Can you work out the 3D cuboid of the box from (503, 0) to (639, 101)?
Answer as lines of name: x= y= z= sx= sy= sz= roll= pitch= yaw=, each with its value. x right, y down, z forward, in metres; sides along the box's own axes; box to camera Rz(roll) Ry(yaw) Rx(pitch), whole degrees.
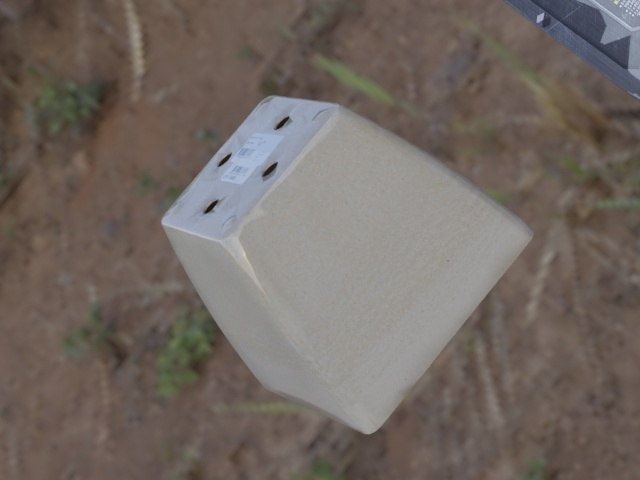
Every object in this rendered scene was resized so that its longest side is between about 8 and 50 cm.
box: x=0.159 y=-0.201 z=0.926 sx=0.231 sy=0.183 sz=0.056 roll=-56 pitch=-8 yaw=20

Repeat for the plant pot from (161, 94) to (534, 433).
plant pot: x=0.000 y=0.000 z=0.818 sx=0.109 sy=0.096 sz=0.109 roll=-51 pitch=24 yaw=-11
